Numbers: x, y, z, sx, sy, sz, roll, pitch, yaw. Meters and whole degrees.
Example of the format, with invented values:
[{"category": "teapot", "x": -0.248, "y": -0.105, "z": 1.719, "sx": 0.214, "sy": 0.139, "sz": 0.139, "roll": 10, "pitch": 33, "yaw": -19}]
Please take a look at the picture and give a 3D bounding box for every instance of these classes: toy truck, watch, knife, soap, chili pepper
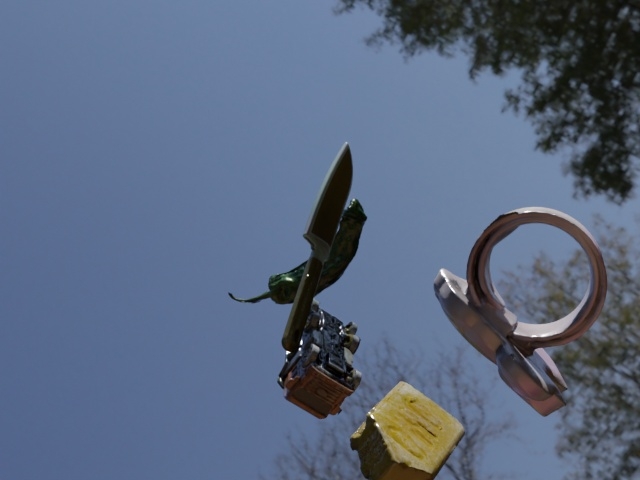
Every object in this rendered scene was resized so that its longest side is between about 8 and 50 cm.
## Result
[{"category": "toy truck", "x": -0.002, "y": 0.160, "z": 1.289, "sx": 0.083, "sy": 0.192, "sz": 0.092, "roll": 33, "pitch": -69, "yaw": -14}, {"category": "watch", "x": 0.301, "y": 0.079, "z": 1.289, "sx": 0.217, "sy": 0.248, "sz": 0.211, "roll": -47, "pitch": -8, "yaw": 15}, {"category": "knife", "x": -0.001, "y": -0.001, "z": 1.323, "sx": 0.061, "sy": 0.027, "sz": 0.343, "roll": 50, "pitch": -133, "yaw": -40}, {"category": "soap", "x": 0.149, "y": 0.360, "z": 1.668, "sx": 0.080, "sy": 0.160, "sz": 0.257, "roll": -60, "pitch": -14, "yaw": 22}, {"category": "chili pepper", "x": -0.013, "y": 0.044, "z": 1.565, "sx": 0.279, "sy": 0.065, "sz": 0.122, "roll": -41, "pitch": -54, "yaw": 16}]
